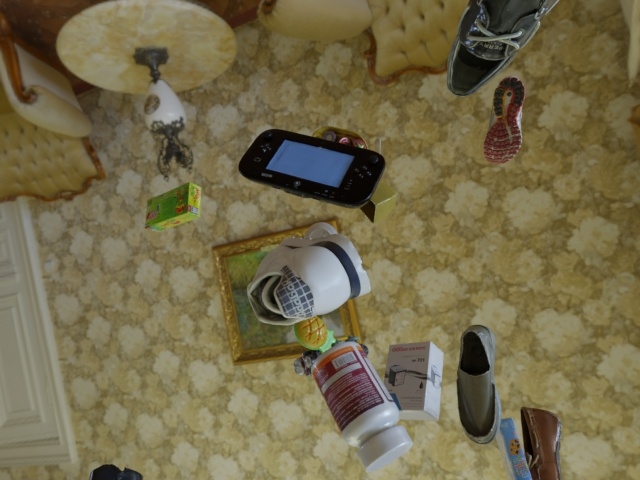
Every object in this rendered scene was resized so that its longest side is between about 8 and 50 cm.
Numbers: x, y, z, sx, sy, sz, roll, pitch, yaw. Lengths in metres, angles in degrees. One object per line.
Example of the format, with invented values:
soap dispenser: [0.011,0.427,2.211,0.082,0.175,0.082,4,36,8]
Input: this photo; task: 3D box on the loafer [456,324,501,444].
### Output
loafer: [0.332,0.306,0.893,0.095,0.250,0.087,-11,156,35]

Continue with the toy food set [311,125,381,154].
toy food set: [0.058,-0.237,1.135,0.218,0.128,0.071,16,-150,19]

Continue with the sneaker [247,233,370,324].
sneaker: [-0.043,0.050,0.460,0.095,0.090,0.235,-30,-179,-26]

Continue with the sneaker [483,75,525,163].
sneaker: [0.474,-0.303,1.046,0.088,0.225,0.092,12,-146,19]

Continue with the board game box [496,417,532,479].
board game box: [0.454,0.528,0.954,0.039,0.211,0.160,-13,153,11]

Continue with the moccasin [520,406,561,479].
moccasin: [0.655,0.696,1.259,0.147,0.379,0.139,11,143,18]

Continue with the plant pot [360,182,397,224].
plant pot: [0.159,-0.110,1.116,0.083,0.081,0.081,-26,146,-17]

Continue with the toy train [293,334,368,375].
toy train: [0.047,0.499,1.728,0.334,0.142,0.190,1,152,-41]

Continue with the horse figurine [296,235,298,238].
horse figurine: [-0.097,0.083,1.182,0.175,0.066,0.263,-4,-148,-5]

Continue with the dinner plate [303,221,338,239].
dinner plate: [0.000,0.000,1.547,0.141,0.141,0.017,-12,170,15]

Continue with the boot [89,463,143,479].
boot: [-0.556,0.643,0.964,0.247,0.094,0.207,16,-154,-25]

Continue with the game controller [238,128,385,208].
game controller: [-0.022,-0.166,0.921,0.320,0.067,0.166,17,-130,17]

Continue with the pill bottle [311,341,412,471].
pill bottle: [0.078,0.323,0.814,0.121,0.221,0.121,-19,141,-17]

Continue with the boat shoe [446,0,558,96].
boat shoe: [0.261,-0.310,0.585,0.121,0.119,0.335,20,175,10]

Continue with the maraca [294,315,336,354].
maraca: [-0.019,0.341,1.498,0.099,0.186,0.127,-29,-151,50]

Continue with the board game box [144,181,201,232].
board game box: [-0.414,-0.090,1.150,0.182,0.092,0.043,-15,158,30]

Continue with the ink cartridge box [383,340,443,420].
ink cartridge box: [0.252,0.383,1.126,0.140,0.190,0.082,-19,133,39]
